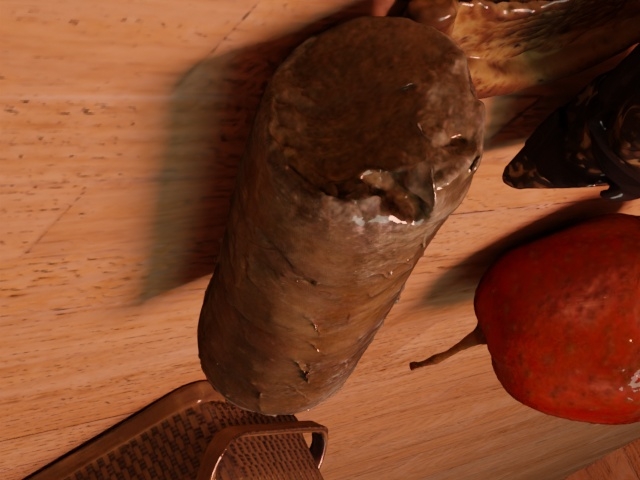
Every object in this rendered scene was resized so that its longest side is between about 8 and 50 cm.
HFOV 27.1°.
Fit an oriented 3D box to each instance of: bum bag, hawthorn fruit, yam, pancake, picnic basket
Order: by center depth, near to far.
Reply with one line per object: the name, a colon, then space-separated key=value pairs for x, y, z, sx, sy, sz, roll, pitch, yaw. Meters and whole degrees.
pancake: x=0.125 y=-0.111 z=0.553 sx=0.190 sy=0.020 sz=0.184 roll=-35 pitch=160 yaw=31
yam: x=0.000 y=0.000 z=0.588 sx=0.093 sy=0.093 sz=0.259 roll=-20 pitch=162 yaw=-18
bum bag: x=0.158 y=-0.055 z=0.629 sx=0.102 sy=0.069 sz=0.248 roll=-38 pitch=178 yaw=-9
hawthorn fruit: x=0.166 y=0.059 z=0.937 sx=0.203 sy=0.163 sz=0.162 roll=-6 pitch=161 yaw=-2
picnic basket: x=-0.119 y=0.218 z=0.971 sx=0.266 sy=0.139 sz=0.165 roll=-32 pitch=162 yaw=17
